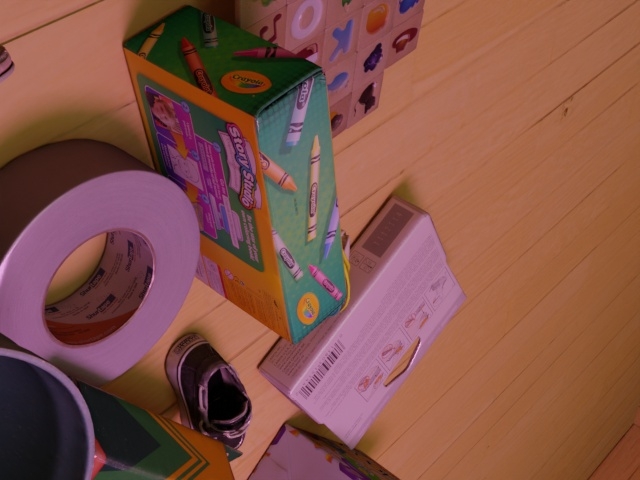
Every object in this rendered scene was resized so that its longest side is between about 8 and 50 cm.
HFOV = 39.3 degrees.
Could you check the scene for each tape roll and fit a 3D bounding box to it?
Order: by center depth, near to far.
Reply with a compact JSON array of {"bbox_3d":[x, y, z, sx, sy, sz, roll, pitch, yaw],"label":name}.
[{"bbox_3d":[-0.210,0.026,0.774,0.219,0.072,0.219,-33,139,-34],"label":"tape roll"}]

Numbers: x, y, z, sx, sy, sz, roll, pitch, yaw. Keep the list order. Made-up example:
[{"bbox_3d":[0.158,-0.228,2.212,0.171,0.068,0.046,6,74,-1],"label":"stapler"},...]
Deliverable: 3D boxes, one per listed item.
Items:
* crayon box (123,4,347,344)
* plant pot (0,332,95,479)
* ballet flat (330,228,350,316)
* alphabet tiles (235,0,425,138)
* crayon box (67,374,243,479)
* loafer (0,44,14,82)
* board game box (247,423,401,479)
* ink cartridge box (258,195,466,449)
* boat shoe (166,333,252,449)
[{"bbox_3d":[-0.069,-0.052,0.814,0.081,0.165,0.278,-39,143,-29],"label":"crayon box"},{"bbox_3d":[-0.330,0.150,0.594,0.293,0.196,0.293,-35,141,-34],"label":"plant pot"},{"bbox_3d":[0.000,0.000,1.047,0.077,0.077,0.231,-61,150,-29],"label":"ballet flat"},{"bbox_3d":[0.021,-0.221,0.884,0.285,0.011,0.343,-39,154,-30],"label":"alphabet tiles"},{"bbox_3d":[-0.214,0.249,0.867,0.202,0.081,0.318,-31,148,9],"label":"crayon box"},{"bbox_3d":[-0.269,-0.111,0.609,0.125,0.045,0.039,-34,133,-30],"label":"loafer"},{"bbox_3d":[0.021,0.386,1.321,0.142,0.144,0.275,-57,149,-4],"label":"board game box"},{"bbox_3d":[0.070,0.123,1.245,0.296,0.066,0.261,-51,147,-11],"label":"ink cartridge box"},{"bbox_3d":[-0.119,0.198,1.042,0.078,0.070,0.219,-44,145,-23],"label":"boat shoe"}]
